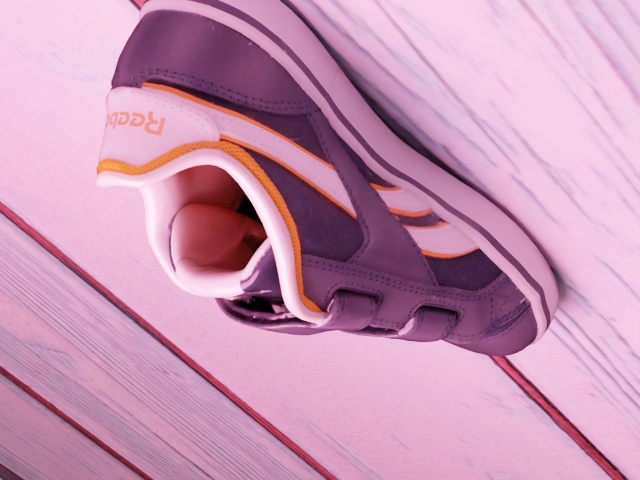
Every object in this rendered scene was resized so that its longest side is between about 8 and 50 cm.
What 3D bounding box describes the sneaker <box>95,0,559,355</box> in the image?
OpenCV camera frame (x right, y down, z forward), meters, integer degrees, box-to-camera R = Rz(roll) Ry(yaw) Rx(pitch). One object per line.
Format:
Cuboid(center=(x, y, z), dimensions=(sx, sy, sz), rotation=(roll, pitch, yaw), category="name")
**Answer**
Cuboid(center=(0.000, 0.000, 0.993), dimensions=(0.126, 0.127, 0.321), rotation=(2, 150, 48), category="sneaker")
